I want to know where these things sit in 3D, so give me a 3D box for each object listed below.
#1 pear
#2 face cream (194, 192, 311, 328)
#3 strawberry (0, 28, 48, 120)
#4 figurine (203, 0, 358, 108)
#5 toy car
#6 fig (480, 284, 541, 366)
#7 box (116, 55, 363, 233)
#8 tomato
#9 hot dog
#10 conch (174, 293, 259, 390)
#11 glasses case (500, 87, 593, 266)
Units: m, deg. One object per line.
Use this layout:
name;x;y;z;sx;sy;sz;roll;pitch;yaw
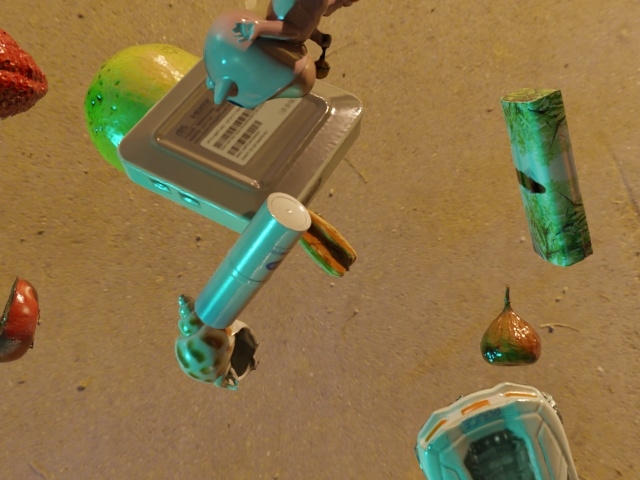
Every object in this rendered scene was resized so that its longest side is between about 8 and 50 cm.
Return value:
pear;-0.405;-0.327;1.637;0.391;0.391;0.391;0;87;-4
face cream;-0.110;0.037;0.971;0.077;0.077;0.250;39;125;-1
strawberry;-0.843;-0.429;1.643;0.239;0.288;0.250;4;88;29
figurine;-0.046;-0.303;0.940;0.287;0.176;0.186;-45;117;9
toy car;0.132;0.184;0.410;0.095;0.056;0.204;-23;105;2
fig;0.464;0.216;1.573;0.146;0.134;0.201;-14;77;21
box;-0.149;-0.204;1.220;0.373;0.090;0.367;25;59;15
tomato;-0.787;0.214;1.655;0.101;0.228;0.227;17;86;-24
hot dog;0.000;0.000;1.794;0.109;0.072;0.269;-47;109;-10
conch;-0.261;0.242;1.496;0.149;0.275;0.183;19;47;26
glasses case;0.347;-0.097;0.978;0.062;0.095;0.272;-24;110;-12
